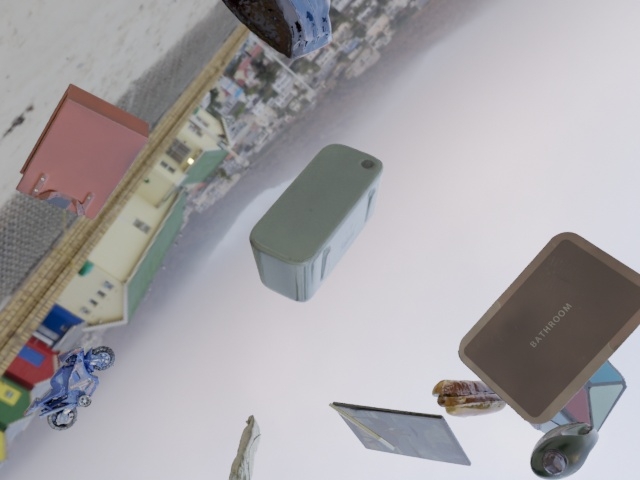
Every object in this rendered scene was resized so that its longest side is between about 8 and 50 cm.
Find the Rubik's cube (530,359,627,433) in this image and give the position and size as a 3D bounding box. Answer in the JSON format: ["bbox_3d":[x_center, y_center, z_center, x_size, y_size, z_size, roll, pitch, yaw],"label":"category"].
[{"bbox_3d":[0.744,0.446,1.784,0.248,0.250,0.246,-47,-174,-22],"label":"Rubik's cube"}]

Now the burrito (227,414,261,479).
[{"bbox_3d":[-0.224,0.641,1.698,0.059,0.082,0.275,-8,-153,11],"label":"burrito"}]

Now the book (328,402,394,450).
[{"bbox_3d":[0.108,0.490,1.501,0.172,0.118,0.012,25,-106,37],"label":"book"}]

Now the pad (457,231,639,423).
[{"bbox_3d":[0.343,0.124,0.844,0.266,0.002,0.176,-50,-127,5],"label":"pad"}]

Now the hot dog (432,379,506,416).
[{"bbox_3d":[0.505,0.535,1.907,0.135,0.337,0.100,43,-66,45],"label":"hot dog"}]

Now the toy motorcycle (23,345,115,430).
[{"bbox_3d":[-0.547,0.312,1.250,0.205,0.114,0.076,-59,-163,-13],"label":"toy motorcycle"}]

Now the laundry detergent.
[{"bbox_3d":[0.470,0.408,1.101,0.144,0.222,0.078,-34,-114,14],"label":"laundry detergent"}]

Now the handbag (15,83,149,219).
[{"bbox_3d":[-0.364,-0.127,0.868,0.190,0.127,0.062,-47,-143,26],"label":"handbag"}]

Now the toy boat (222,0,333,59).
[{"bbox_3d":[-0.073,-0.384,0.780,0.129,0.309,0.142,5,-120,43],"label":"toy boat"}]

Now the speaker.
[{"bbox_3d":[0.000,-0.045,1.427,0.406,0.183,0.184,-52,157,-33],"label":"speaker"}]

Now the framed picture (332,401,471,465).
[{"bbox_3d":[0.229,0.551,1.624,0.347,0.265,0.016,-4,-137,34],"label":"framed picture"}]
